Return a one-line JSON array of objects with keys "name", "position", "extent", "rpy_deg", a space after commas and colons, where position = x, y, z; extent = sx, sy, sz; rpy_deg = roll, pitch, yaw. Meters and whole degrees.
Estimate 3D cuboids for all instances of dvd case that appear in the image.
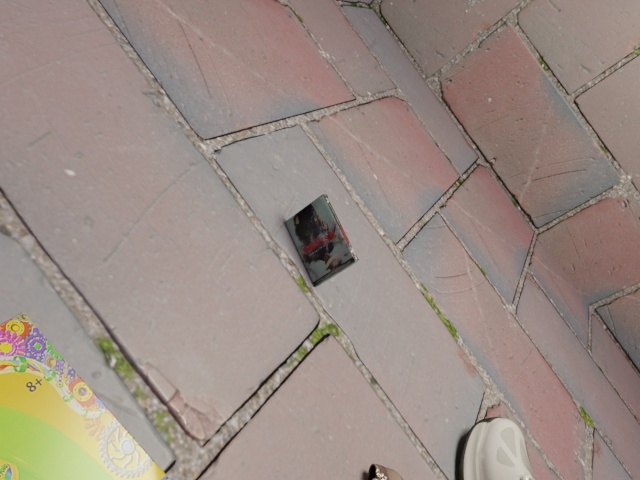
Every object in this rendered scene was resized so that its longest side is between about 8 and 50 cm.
[{"name": "dvd case", "position": [0.000, 0.000, 0.861], "extent": [0.013, 0.087, 0.119], "rpy_deg": [-2, 63, -57]}]

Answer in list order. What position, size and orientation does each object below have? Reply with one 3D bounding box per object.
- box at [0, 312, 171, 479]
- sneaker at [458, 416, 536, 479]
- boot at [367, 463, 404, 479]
[{"name": "box", "position": [-0.210, 0.246, 0.275], "extent": [0.279, 0.177, 0.290], "rpy_deg": [50, 32, -4]}, {"name": "sneaker", "position": [0.347, 0.425, 0.756], "extent": [0.169, 0.258, 0.447], "rpy_deg": [39, 35, -23]}, {"name": "boot", "position": [0.084, 0.348, 0.696], "extent": [0.087, 0.042, 0.118], "rpy_deg": [40, 33, -11]}]
